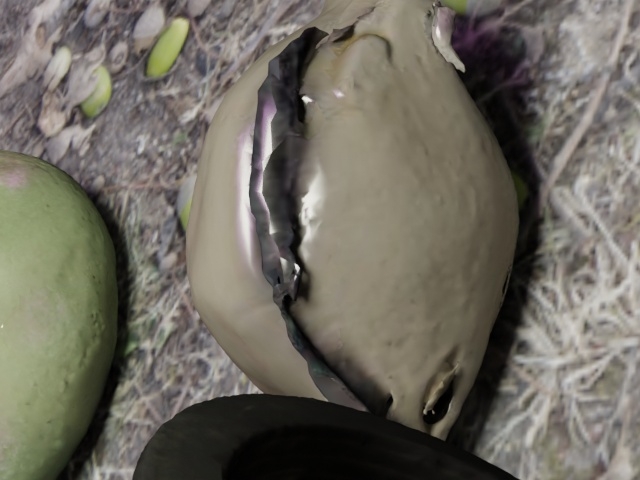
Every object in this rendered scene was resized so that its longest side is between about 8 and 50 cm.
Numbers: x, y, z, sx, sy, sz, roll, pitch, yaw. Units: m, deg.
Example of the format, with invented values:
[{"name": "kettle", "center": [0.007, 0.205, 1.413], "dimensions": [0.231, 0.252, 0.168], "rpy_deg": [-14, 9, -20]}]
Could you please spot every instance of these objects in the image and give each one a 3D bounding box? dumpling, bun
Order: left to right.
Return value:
[{"name": "bun", "center": [-0.266, 0.059, 1.152], "dimensions": [0.283, 0.179, 0.283], "rpy_deg": [-22, 55, 37]}, {"name": "dumpling", "center": [-0.008, -0.002, 0.915], "dimensions": [0.204, 0.163, 0.293], "rpy_deg": [-2, 82, 43]}]

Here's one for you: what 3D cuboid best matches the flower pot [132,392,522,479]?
[{"name": "flower pot", "center": [-0.008, 0.271, 0.681], "dimensions": [0.330, 0.294, 0.293], "rpy_deg": [-60, 39, 15]}]
